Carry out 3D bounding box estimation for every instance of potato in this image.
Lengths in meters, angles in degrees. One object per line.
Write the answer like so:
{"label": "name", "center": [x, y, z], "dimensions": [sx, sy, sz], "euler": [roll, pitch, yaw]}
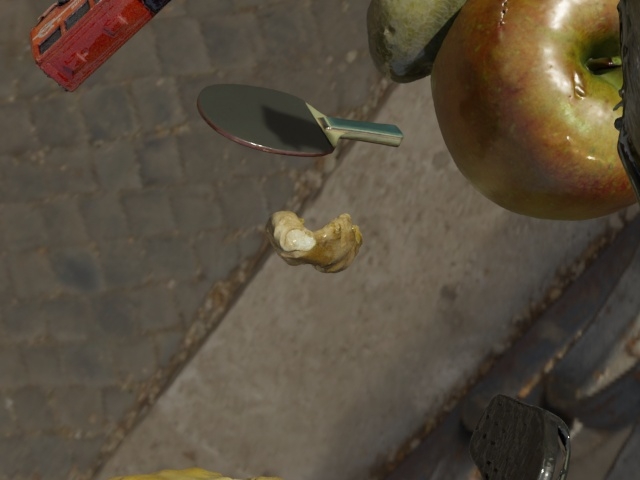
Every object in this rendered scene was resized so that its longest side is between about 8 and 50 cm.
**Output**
{"label": "potato", "center": [0.157, -0.325, 1.838], "dimensions": [0.160, 0.178, 0.235], "euler": [40, 97, -14]}

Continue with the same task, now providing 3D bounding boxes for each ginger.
{"label": "ginger", "center": [0.000, 0.000, 1.637], "dimensions": [0.075, 0.288, 0.089], "euler": [43, 97, 18]}

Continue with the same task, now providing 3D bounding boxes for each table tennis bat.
{"label": "table tennis bat", "center": [-0.022, -0.143, 1.620], "dimensions": [0.274, 0.154, 0.021], "euler": [5, 124, -27]}

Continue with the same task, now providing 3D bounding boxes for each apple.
{"label": "apple", "center": [0.319, -0.217, 1.719], "dimensions": [0.374, 0.374, 0.384], "euler": [-3, 90, 16]}

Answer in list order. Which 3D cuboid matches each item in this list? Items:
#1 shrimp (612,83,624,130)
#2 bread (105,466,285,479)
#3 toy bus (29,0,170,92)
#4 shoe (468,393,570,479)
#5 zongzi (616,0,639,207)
{"label": "shrimp", "center": [0.361, -0.148, 1.137], "dimensions": [0.085, 0.360, 0.247], "euler": [23, 112, 41]}
{"label": "bread", "center": [-0.044, 0.211, 0.630], "dimensions": [0.244, 0.244, 0.134], "euler": [44, 127, -6]}
{"label": "toy bus", "center": [-0.197, -0.255, 1.349], "dimensions": [0.235, 0.096, 0.073], "euler": [-38, 129, 16]}
{"label": "shoe", "center": [0.147, 0.149, 0.907], "dimensions": [0.049, 0.179, 0.071], "euler": [25, 92, -5]}
{"label": "zongzi", "center": [0.198, -0.159, 0.522], "dimensions": [0.122, 0.260, 0.289], "euler": [-2, 77, -14]}
